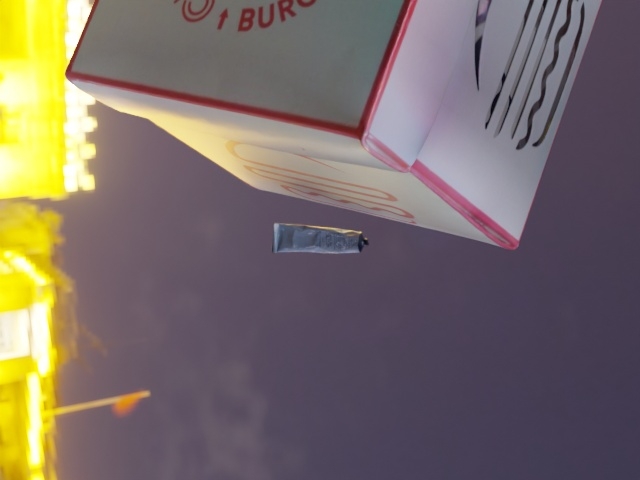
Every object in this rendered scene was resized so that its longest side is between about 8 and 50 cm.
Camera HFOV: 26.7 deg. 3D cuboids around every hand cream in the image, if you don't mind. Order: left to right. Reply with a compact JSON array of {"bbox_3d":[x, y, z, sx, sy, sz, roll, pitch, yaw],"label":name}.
[{"bbox_3d":[0.000,0.000,1.271,0.093,0.019,0.030,5,-73,16],"label":"hand cream"}]

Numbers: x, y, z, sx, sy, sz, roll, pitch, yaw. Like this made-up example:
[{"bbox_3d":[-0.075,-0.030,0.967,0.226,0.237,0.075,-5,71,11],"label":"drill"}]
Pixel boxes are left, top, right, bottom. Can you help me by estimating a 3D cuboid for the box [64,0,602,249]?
[{"bbox_3d":[0.033,-0.198,1.147,0.312,0.300,0.314,14,-100,35],"label":"box"}]
